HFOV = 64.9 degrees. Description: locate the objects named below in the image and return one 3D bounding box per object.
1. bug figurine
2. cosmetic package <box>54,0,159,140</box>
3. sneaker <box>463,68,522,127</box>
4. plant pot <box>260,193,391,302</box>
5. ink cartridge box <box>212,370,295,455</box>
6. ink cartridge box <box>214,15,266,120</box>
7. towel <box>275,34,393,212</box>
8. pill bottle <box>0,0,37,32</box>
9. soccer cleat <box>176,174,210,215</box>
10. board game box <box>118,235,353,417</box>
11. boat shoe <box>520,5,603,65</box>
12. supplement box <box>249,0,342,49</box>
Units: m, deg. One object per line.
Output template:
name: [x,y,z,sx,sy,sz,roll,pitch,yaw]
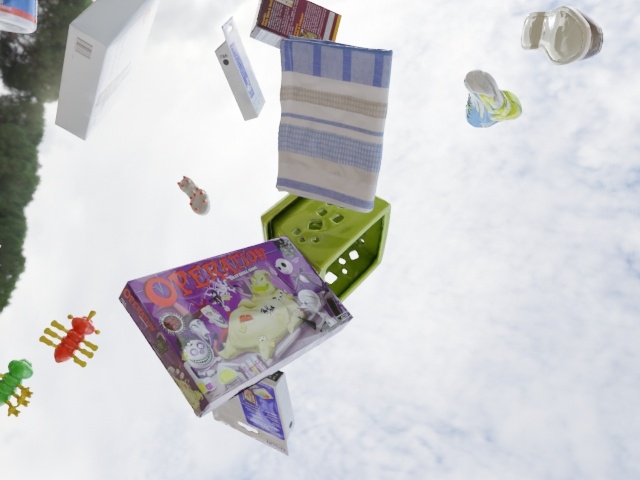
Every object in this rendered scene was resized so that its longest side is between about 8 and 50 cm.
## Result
bug figurine: [-0.530,0.153,0.844,0.216,0.279,0.072,-55,-167,-19]
cosmetic package: [-0.548,-0.472,1.298,0.377,0.097,0.285,-38,-152,51]
sneaker: [0.397,-0.333,1.250,0.126,0.240,0.091,-26,-119,41]
plant pot: [0.000,0.000,1.105,0.207,0.228,0.227,35,-119,24]
ink cartridge box: [-0.149,0.316,1.016,0.206,0.045,0.209,14,-54,28]
ink cartridge box: [-0.295,-0.615,1.812,0.065,0.333,0.165,-10,-147,15]
towel: [0.013,-0.197,0.883,0.209,0.034,0.285,17,-60,22]
pill bottle: [-0.542,-0.477,0.844,0.124,0.124,0.222,13,-79,35]
soccer cleat: [-0.370,-0.131,1.528,0.068,0.076,0.196,-44,-131,1]
board game box: [-0.112,0.110,0.803,0.208,0.346,0.056,46,-57,18]
boat shoe: [0.549,-0.456,1.123,0.096,0.324,0.117,3,-66,-2]
supplement box: [-0.058,-0.495,1.163,0.080,0.188,0.104,-174,-81,-70]
